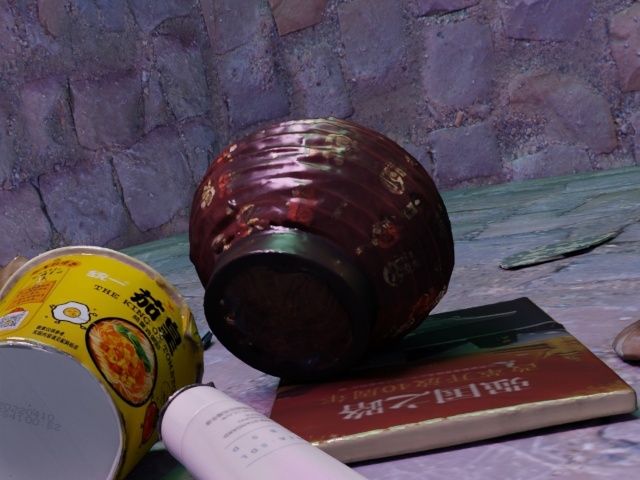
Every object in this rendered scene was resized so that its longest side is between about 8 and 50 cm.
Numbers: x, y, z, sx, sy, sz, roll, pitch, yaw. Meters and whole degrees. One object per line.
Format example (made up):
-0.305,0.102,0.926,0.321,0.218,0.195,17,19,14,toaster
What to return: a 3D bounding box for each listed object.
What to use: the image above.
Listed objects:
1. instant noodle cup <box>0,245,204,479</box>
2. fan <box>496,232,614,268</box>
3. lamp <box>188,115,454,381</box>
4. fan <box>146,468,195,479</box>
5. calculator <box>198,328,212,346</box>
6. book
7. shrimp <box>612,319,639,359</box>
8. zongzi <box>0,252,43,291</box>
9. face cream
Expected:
-0.189,0.110,0.666,0.182,0.182,0.144,-10,15,9,instant noodle cup
0.351,0.015,1.360,0.240,0.009,0.131,-15,6,-33,fan
0.000,0.000,0.805,0.247,0.247,0.247,-11,6,1,lamp
-0.092,0.172,0.646,0.113,0.005,0.175,-9,6,14,fan
-0.223,0.139,1.157,0.172,0.018,0.057,-10,4,7,calculator
0.092,0.112,0.800,0.262,0.028,0.374,-10,5,3,book
0.360,0.052,0.760,0.251,0.052,0.143,-13,3,-12,shrimp
-0.261,0.103,0.910,0.228,0.115,0.256,-43,-20,25,zongzi
-0.027,0.147,0.546,0.092,0.058,0.243,-12,15,-32,face cream
